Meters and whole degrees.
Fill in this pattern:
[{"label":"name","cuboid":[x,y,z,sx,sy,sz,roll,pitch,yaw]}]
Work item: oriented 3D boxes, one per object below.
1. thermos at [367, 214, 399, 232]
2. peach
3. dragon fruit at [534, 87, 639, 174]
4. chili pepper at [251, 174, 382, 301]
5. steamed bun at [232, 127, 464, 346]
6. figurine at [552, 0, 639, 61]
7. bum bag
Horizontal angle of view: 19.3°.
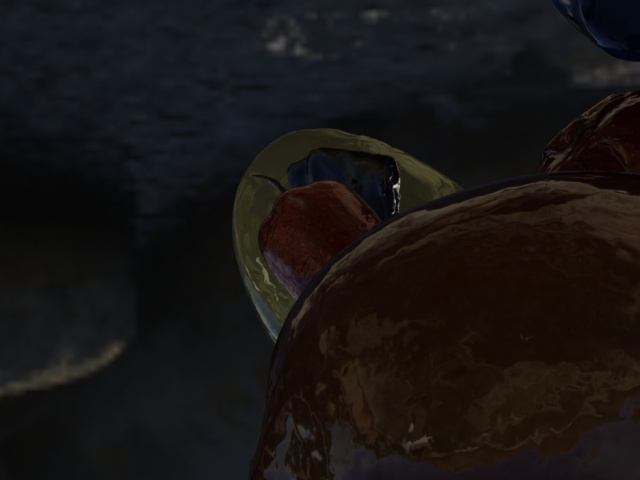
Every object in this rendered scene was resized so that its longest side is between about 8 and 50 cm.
[{"label":"thermos","cuboid":[0.080,0.061,1.183,0.099,0.124,0.232,-38,-162,4]},{"label":"peach","cuboid":[0.091,0.096,0.708,0.252,0.252,0.252,-1,167,0]},{"label":"dragon fruit","cuboid":[0.283,0.002,1.493,0.244,0.299,0.244,-4,126,-5]},{"label":"chili pepper","cuboid":[0.000,0.000,1.374,0.086,0.192,0.084,-43,140,-1]},{"label":"steamed bun","cuboid":[0.116,0.094,2.070,0.456,0.290,0.371,28,175,17]},{"label":"figurine","cuboid":[0.322,-0.181,1.210,0.416,0.243,0.298,-2,134,27]},{"label":"bum bag","cuboid":[0.044,0.036,1.558,0.060,0.248,0.123,-24,-157,-35]}]
